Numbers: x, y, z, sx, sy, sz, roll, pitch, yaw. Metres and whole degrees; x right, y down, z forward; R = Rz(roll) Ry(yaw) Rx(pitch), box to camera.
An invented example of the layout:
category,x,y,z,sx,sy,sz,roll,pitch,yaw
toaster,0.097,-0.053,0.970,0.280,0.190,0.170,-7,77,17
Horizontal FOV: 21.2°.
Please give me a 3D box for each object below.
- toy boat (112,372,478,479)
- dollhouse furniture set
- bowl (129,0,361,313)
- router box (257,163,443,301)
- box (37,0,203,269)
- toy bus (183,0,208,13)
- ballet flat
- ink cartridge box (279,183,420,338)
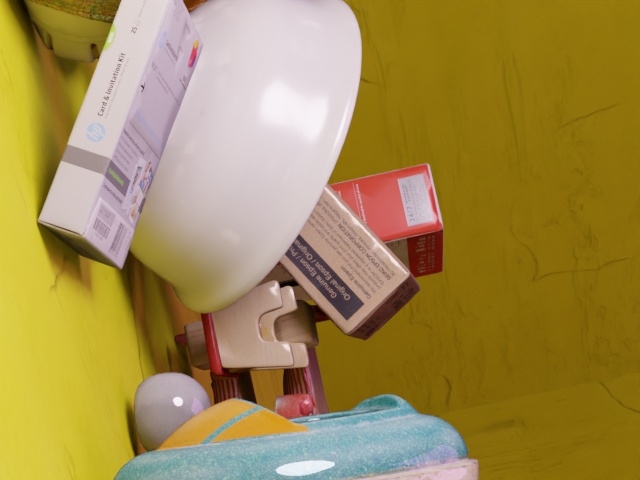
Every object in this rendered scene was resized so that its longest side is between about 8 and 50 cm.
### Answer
category,x,y,z,sx,sy,sz,roll,pitch,yaw
toy boat,-0.056,0.164,1.235,0.318,0.267,0.148,-13,-97,61
dollhouse furniture set,-0.065,0.164,1.646,0.374,0.152,0.201,36,42,-80
bowl,-0.101,-0.099,1.454,0.298,0.134,0.298,-43,-146,38
router box,-0.003,0.008,2.105,0.335,0.301,0.082,64,13,-80
box,-0.140,-0.081,1.229,0.145,0.038,0.186,67,43,-80
toy bus,-0.144,-0.183,1.773,0.211,0.149,0.220,-131,-156,-66
ballet flat,-0.175,-0.194,1.326,0.348,0.123,0.123,-86,164,-78
ink cartridge box,0.000,0.000,1.669,0.193,0.088,0.235,46,1,8
